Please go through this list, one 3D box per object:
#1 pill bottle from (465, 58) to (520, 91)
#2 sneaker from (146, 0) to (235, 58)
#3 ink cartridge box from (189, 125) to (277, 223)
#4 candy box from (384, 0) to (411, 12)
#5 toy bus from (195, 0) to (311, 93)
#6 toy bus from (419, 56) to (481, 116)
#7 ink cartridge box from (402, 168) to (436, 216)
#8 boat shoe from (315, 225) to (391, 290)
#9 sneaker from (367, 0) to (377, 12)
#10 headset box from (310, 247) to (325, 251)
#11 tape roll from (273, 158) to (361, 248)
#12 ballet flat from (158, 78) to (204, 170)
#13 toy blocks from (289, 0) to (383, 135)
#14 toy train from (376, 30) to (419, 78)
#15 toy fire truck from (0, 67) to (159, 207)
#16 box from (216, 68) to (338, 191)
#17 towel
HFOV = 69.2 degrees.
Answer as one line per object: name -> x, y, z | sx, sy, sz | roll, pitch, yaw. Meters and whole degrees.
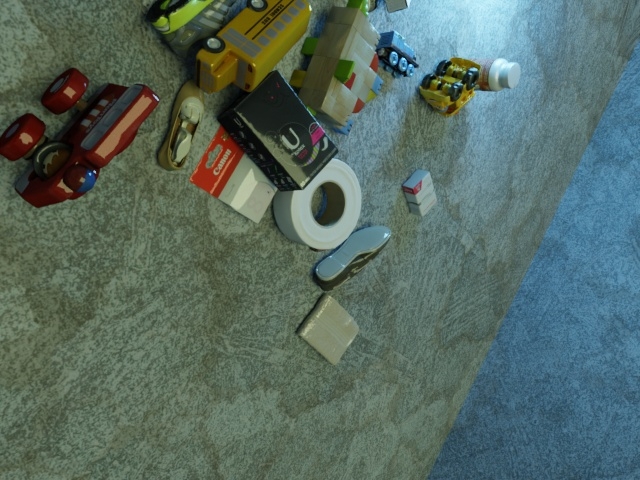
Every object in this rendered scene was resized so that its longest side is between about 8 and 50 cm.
pill bottle -> 0.650, -0.641, 1.799 | 0.121, 0.216, 0.121 | -17, 117, -37
sneaker -> -0.261, -0.543, 1.084 | 0.300, 0.111, 0.121 | -44, 147, -20
ink cartridge box -> -0.218, -0.181, 1.288 | 0.232, 0.066, 0.189 | 35, 81, -49
candy box -> 0.218, -0.833, 1.386 | 0.233, 0.071, 0.159 | 62, 39, -39
toy bus -> -0.162, -0.477, 1.124 | 0.130, 0.108, 0.333 | 33, 63, -1
toy bus -> 0.486, -0.547, 1.754 | 0.220, 0.149, 0.211 | -43, 147, -20
ink cartridge box -> 0.397, -0.189, 1.852 | 0.109, 0.063, 0.150 | -45, 132, -21
boat shoe -> 0.117, 0.062, 1.671 | 0.335, 0.112, 0.096 | -34, 144, -22
sneaker -> 0.142, -0.767, 1.387 | 0.074, 0.063, 0.171 | -23, 119, -43
headset box -> 0.000, 0.000, 1.578 | 0.062, 0.032, 0.083 | -8, 113, -40
tape roll -> -0.004, -0.116, 1.456 | 0.286, 0.100, 0.286 | -10, 105, -39
ballet flat -> -0.325, -0.277, 1.134 | 0.080, 0.073, 0.232 | 15, 95, -46
toy blocks -> 0.083, -0.486, 1.385 | 0.261, 0.190, 0.382 | 16, 96, -57
toy train -> 0.259, -0.614, 1.545 | 0.184, 0.080, 0.105 | 12, 92, -45
toy fire truck -> -0.467, -0.191, 0.907 | 0.302, 0.253, 0.169 | -55, 134, -12
box -> -0.111, -0.281, 1.234 | 0.270, 0.143, 0.165 | 48, 71, -24
towel -> 0.038, 0.340, 1.738 | 0.187, 0.049, 0.282 | -54, 134, -14
